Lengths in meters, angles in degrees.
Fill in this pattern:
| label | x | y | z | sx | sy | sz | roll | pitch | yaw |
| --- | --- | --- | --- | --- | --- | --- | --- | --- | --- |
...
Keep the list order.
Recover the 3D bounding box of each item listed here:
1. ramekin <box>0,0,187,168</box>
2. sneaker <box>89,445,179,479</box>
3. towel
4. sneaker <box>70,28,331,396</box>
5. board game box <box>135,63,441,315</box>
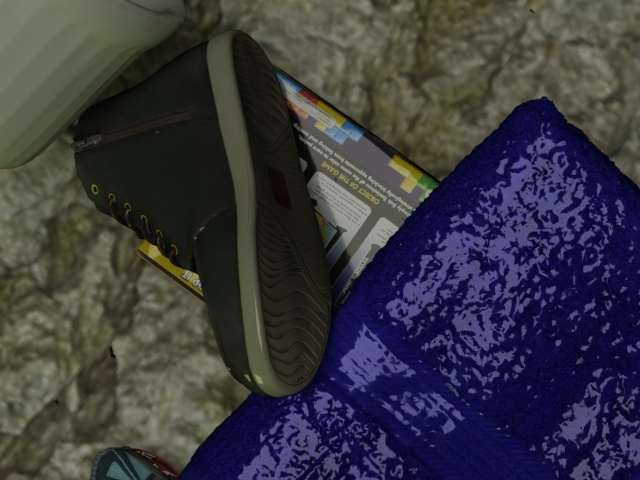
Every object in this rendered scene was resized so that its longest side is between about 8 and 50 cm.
| label | x | y | z | sx | sy | sz | roll | pitch | yaw |
| --- | --- | --- | --- | --- | --- | --- | --- | --- | --- |
| ramekin | -0.223 | -0.166 | 1.110 | 0.277 | 0.277 | 0.135 | 44 | 102 | 9 |
| sneaker | -0.190 | 0.216 | 1.172 | 0.262 | 0.104 | 0.125 | -31 | 76 | -9 |
| towel | 0.100 | 0.101 | 1.110 | 0.228 | 0.076 | 0.308 | 41 | 93 | -10 |
| sneaker | -0.069 | -0.001 | 1.112 | 0.118 | 0.083 | 0.222 | -23 | 59 | 24 |
| board game box | 0.000 | 0.000 | 1.174 | 0.170 | 0.048 | 0.141 | 37 | 96 | 9 |
